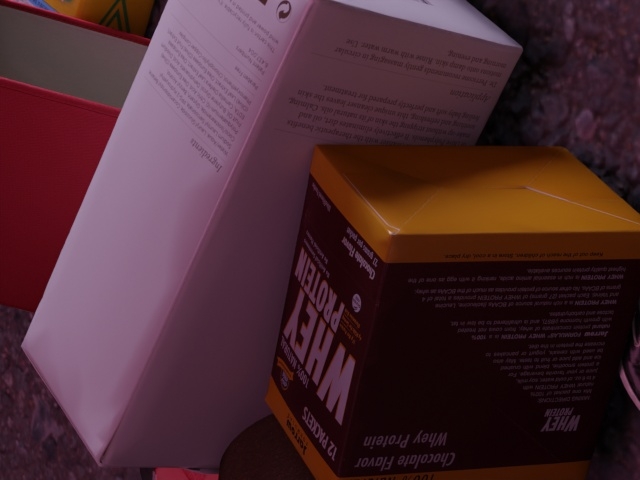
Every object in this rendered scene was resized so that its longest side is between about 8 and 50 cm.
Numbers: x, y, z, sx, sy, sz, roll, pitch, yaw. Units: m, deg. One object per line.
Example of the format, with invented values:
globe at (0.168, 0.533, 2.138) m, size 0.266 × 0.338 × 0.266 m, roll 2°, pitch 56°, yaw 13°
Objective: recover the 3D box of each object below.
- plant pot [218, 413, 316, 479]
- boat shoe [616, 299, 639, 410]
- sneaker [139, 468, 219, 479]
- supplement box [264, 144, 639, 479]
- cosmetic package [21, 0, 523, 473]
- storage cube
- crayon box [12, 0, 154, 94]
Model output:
plant pot at (0.014, 0.232, 1.217) m, size 0.215 × 0.215 × 0.230 m, roll -56°, pitch 43°, yaw 34°
boat shoe at (0.218, 0.061, 1.186) m, size 0.038 × 0.046 × 0.125 m, roll -35°, pitch 60°, yaw 48°
sneaker at (-0.007, 0.188, 1.409) m, size 0.314 × 0.116 × 0.136 m, roll 21°, pitch 99°, yaw 37°
supplement box at (0.086, 0.051, 1.183) m, size 0.129 × 0.191 × 0.194 m, roll -128°, pitch 44°, yaw -54°
cosmetic package at (-0.041, -0.024, 1.267) m, size 0.155 × 0.197 × 0.365 m, roll 48°, pitch 118°, yaw 42°
storage cube at (-0.214, -0.063, 1.481) m, size 0.184 × 0.215 × 0.193 m, roll -99°, pitch 25°, yaw -64°
crayon box at (-0.246, -0.218, 1.625) m, size 0.203 × 0.083 × 0.323 m, roll 40°, pitch 122°, yaw 37°
